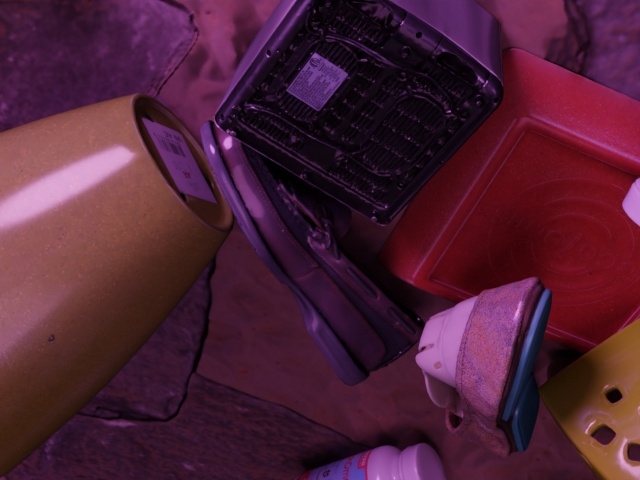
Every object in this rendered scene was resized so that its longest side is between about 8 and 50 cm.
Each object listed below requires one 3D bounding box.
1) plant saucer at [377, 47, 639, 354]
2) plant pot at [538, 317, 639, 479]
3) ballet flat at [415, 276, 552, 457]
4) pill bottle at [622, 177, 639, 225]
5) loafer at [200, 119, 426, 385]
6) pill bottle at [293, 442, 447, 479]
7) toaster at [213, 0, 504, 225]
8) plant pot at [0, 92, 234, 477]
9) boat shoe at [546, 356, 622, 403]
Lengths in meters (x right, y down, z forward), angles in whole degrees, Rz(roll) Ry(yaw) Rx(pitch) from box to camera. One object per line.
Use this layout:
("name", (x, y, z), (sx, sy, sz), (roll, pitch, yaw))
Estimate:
("plant saucer", (0.213, -0.006, 0.936), (0.258, 0.048, 0.259), (22, 131, -8))
("plant pot", (0.355, 0.189, 0.919), (0.227, 0.207, 0.228), (-35, 123, 10))
("ballet flat", (0.140, 0.116, 0.969), (0.106, 0.107, 0.316), (18, 153, 17))
("pill bottle", (0.299, -0.085, 0.792), (0.103, 0.103, 0.184), (22, 115, -8))
("loafer", (0.000, 0.000, 0.955), (0.095, 0.109, 0.302), (-25, 125, 7))
("pill bottle", (0.051, 0.271, 1.169), (0.160, 0.087, 0.087), (-25, 121, 27))
("toaster", (0.035, -0.129, 0.823), (0.168, 0.110, 0.186), (29, 129, -15))
("plant pot", (-0.230, 0.012, 0.916), (0.293, 0.275, 0.275), (-33, 118, 14))
("boat shoe", (0.281, 0.148, 1.050), (0.135, 0.050, 0.045), (15, 153, 4))
